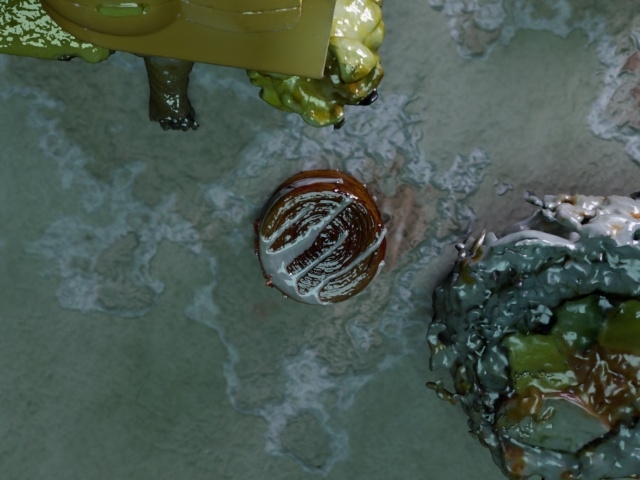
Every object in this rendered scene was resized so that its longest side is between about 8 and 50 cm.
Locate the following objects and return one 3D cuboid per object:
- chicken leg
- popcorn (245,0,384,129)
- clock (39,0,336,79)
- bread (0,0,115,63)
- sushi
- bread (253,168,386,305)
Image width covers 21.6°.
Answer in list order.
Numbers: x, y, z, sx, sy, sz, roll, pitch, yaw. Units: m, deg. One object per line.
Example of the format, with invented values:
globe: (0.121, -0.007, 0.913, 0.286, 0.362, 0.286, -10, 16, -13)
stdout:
chicken leg: (-0.165, -0.214, 1.856, 0.125, 0.080, 0.196, 12, 113, -24)
popcorn: (-0.013, -0.200, 1.807, 0.168, 0.195, 0.173, -31, 118, 30)
clock: (-0.139, -0.293, 1.650, 0.317, 0.244, 0.200, 1, 139, -1)
bread: (-0.396, -0.276, 1.805, 0.361, 0.077, 0.138, 5, 114, -8)
sushi: (0.318, 0.112, 1.989, 0.418, 0.176, 0.417, -1, 121, -2)
bread: (0.000, 0.000, 1.963, 0.160, 0.073, 0.160, -2, 114, -5)
